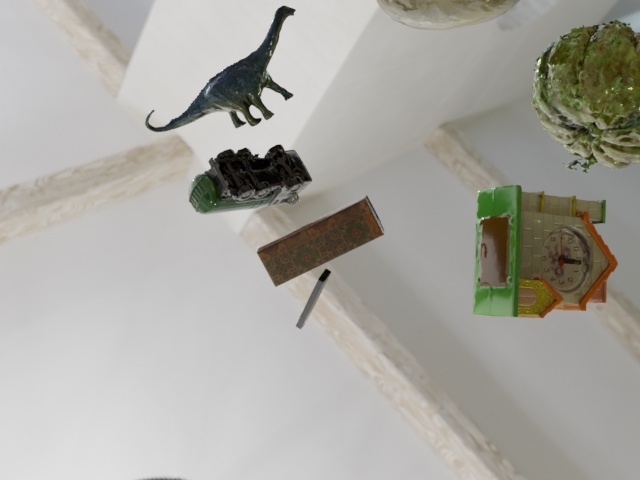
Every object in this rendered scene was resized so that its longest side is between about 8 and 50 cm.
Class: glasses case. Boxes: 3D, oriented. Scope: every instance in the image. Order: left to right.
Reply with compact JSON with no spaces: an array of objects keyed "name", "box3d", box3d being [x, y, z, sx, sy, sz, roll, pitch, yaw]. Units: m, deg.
[{"name":"glasses case","box3d":[0.000,0.000,1.448,0.075,0.218,0.049,62,-168,-10]}]

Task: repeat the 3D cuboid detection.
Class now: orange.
[{"name":"orange","box3d":[0.536,-0.279,1.523,0.301,0.300,0.223,40,-114,-26]}]

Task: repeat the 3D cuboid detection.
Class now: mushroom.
[{"name":"mushroom","box3d":[0.272,-0.545,1.591,0.315,0.315,0.356,35,-104,-2]}]

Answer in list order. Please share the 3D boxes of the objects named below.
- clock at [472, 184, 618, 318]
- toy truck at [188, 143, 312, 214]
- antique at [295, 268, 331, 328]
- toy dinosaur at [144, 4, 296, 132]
[{"name":"clock","box3d":[0.401,0.026,1.422,0.255,0.106,0.219,4,-94,-27]},{"name":"toy truck","box3d":[-0.139,-0.111,1.601,0.243,0.125,0.101,-12,-115,-45]},{"name":"antique","box3d":[-0.016,0.115,1.565,0.015,0.192,0.031,33,-127,7]},{"name":"toy dinosaur","box3d":[-0.157,-0.279,1.533,0.147,0.363,0.076,50,-162,-18]}]
